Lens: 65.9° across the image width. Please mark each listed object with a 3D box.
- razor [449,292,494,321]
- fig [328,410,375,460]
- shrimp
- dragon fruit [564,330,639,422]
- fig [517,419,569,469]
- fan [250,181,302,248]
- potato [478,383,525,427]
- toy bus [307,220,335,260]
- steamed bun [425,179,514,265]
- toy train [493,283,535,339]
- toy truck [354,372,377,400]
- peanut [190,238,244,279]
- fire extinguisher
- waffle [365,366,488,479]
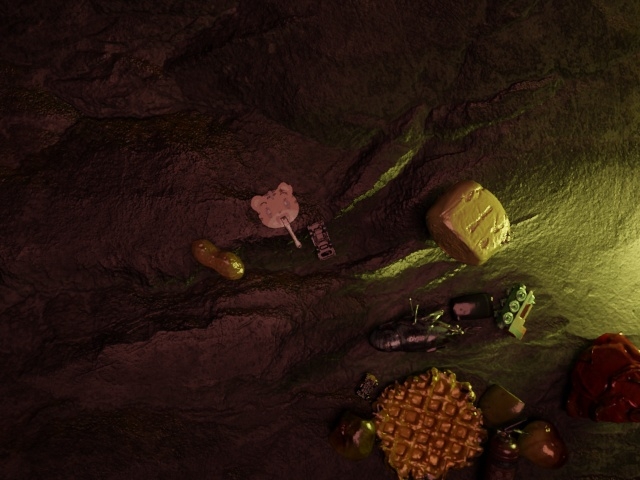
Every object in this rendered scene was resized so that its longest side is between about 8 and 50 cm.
[{"bbox_3d":[0.521,0.230,1.704,0.148,0.054,0.090,-6,88,-7],"label":"razor"},{"bbox_3d":[0.108,0.648,1.622,0.154,0.144,0.165,-26,108,-15],"label":"fig"},{"bbox_3d":[0.340,0.283,1.636,0.372,0.137,0.172,-14,109,-5],"label":"shrimp"},{"bbox_3d":[0.966,0.473,1.632,0.228,0.329,0.285,-6,93,0],"label":"dragon fruit"},{"bbox_3d":[0.724,0.709,1.696,0.231,0.143,0.160,-12,61,0],"label":"fig"},{"bbox_3d":[-0.124,-0.072,1.645,0.153,0.008,0.226,-29,93,-6],"label":"fan"},{"bbox_3d":[0.605,0.577,1.685,0.081,0.120,0.149,31,86,-7],"label":"potato"},{"bbox_3d":[0.000,0.000,1.627,0.060,0.075,0.122,-21,94,-5],"label":"toy bus"},{"bbox_3d":[0.485,-0.056,1.644,0.273,0.166,0.232,43,74,-11],"label":"steamed bun"},{"bbox_3d":[0.681,0.243,1.719,0.118,0.074,0.175,35,82,-16],"label":"toy train"},{"bbox_3d":[0.152,0.487,1.663,0.049,0.054,0.083,33,87,-6],"label":"toy truck"},{"bbox_3d":[-0.330,0.058,1.582,0.193,0.089,0.089,28,88,-9],"label":"peanut"},{"bbox_3d":[0.623,0.742,1.659,0.138,0.102,0.343,6,105,1],"label":"fire extinguisher"},{"bbox_3d":[0.362,0.627,1.674,0.382,0.095,0.379,-24,93,-3],"label":"waffle"}]
